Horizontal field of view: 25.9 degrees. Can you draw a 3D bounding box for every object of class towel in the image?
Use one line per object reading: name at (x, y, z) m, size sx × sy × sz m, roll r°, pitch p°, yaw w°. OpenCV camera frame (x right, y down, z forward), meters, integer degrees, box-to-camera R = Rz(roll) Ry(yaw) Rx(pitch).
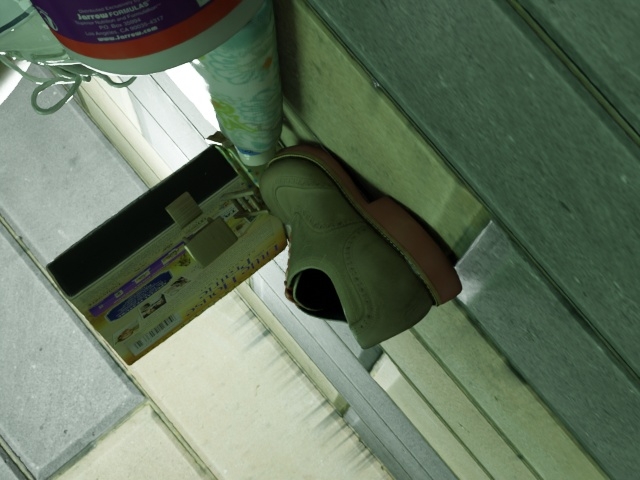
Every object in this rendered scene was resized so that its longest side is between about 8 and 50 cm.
towel at (-0.167, -0.270, 1.294) m, size 0.374 × 0.090 × 0.320 m, roll 49°, pitch 174°, yaw 11°

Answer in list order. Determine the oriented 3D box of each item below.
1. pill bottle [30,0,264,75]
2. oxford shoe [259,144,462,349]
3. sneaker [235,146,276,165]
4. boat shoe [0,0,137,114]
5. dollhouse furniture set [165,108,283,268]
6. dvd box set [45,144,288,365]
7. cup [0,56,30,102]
pill bottle at (-0.160, -0.271, 0.910) m, size 0.181 × 0.181 × 0.323 m, roll 43°, pitch 168°, yaw 41°
oxford shoe at (0.000, 0.000, 1.405) m, size 0.123 × 0.130 × 0.348 m, roll 55°, pitch 170°, yaw -29°
sneaker at (-0.096, -0.154, 1.514) m, size 0.152 × 0.058 × 0.085 m, roll -121°, pitch 12°, yaw -46°
boat shoe at (-0.250, -0.202, 1.359) m, size 0.156 × 0.136 × 0.367 m, roll 49°, pitch 165°, yaw -17°
dollhouse furniture set at (-0.129, -0.085, 1.608) m, size 0.182 × 0.161 × 0.101 m, roll 52°, pitch 171°, yaw -17°
dvd box set at (-0.191, 0.020, 1.897) m, size 0.062 × 0.307 × 0.420 m, roll 51°, pitch 173°, yaw 14°
cup at (-0.447, -0.276, 1.601) m, size 0.237 × 0.331 × 0.331 m, roll -12°, pitch 124°, yaw 40°
